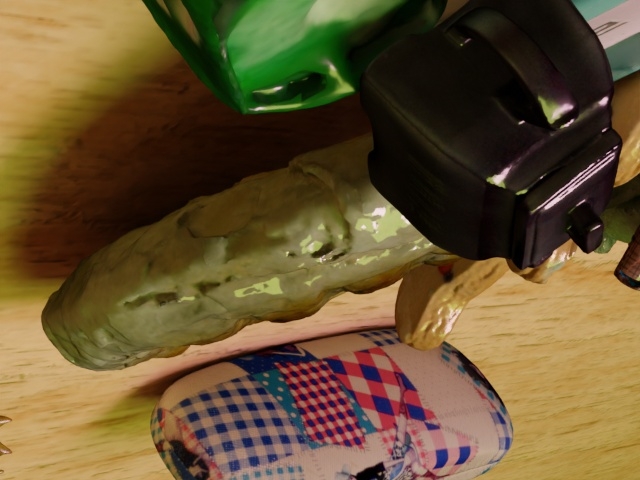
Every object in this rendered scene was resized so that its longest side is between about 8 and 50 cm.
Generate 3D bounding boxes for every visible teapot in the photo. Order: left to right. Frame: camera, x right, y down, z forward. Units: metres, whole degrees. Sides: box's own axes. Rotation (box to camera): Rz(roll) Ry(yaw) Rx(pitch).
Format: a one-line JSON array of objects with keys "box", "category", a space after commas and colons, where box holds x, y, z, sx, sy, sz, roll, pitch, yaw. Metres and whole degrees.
[{"box": [0.079, -0.035, 0.793, 0.087, 0.096, 0.177, -36, 161, -10], "category": "teapot"}]

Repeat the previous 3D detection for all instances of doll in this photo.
[{"box": [0.234, -0.047, 1.394, 0.115, 0.077, 0.150, -39, 151, -18], "category": "doll"}]

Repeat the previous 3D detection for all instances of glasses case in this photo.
[{"box": [0.016, 0.127, 1.368, 0.327, 0.125, 0.076, -7, 138, -51], "category": "glasses case"}]

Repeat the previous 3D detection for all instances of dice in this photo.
[{"box": [-0.012, -0.131, 0.740, 0.131, 0.120, 0.128, -34, 159, -5], "category": "dice"}]

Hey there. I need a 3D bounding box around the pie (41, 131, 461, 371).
[{"box": [0.000, 0.000, 1.012, 0.306, 0.071, 0.306, -17, 178, -1], "category": "pie"}]

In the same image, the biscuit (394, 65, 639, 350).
[{"box": [0.117, -0.039, 1.121, 0.030, 0.153, 0.234, 23, 145, -25], "category": "biscuit"}]

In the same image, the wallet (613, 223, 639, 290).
[{"box": [0.290, -0.063, 1.357, 0.124, 0.042, 0.230, 11, 109, -50], "category": "wallet"}]

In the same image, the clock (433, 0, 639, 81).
[{"box": [0.169, -0.166, 0.907, 0.262, 0.116, 0.231, -25, 172, 30], "category": "clock"}]

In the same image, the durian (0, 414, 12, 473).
[{"box": [-0.259, 0.167, 1.099, 0.182, 0.165, 0.132, 6, -176, -28], "category": "durian"}]
